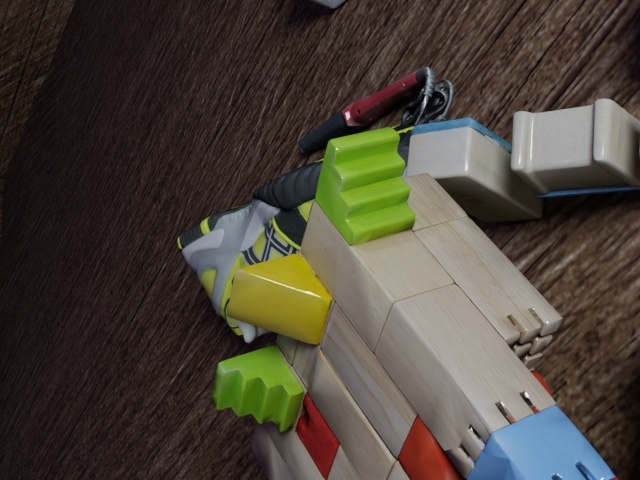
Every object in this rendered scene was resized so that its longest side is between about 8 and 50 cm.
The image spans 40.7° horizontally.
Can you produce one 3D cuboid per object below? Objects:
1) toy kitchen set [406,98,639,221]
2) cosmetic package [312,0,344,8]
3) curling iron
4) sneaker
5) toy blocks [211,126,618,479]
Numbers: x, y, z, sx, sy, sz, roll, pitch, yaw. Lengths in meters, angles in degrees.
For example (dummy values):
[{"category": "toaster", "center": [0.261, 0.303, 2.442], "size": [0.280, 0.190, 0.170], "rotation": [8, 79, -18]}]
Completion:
[{"category": "toy kitchen set", "center": [0.186, -0.111, 0.613], "size": [0.207, 0.122, 0.166], "rotation": [-3, 74, 39]}, {"category": "cosmetic package", "center": [0.051, -0.365, 0.951], "size": [0.231, 0.085, 0.118], "rotation": [-20, 62, 54]}, {"category": "curling iron", "center": [0.043, -0.123, 0.907], "size": [0.274, 0.035, 0.068], "rotation": [-5, 73, 59]}, {"category": "sneaker", "center": [0.000, 0.000, 0.859], "size": [0.384, 0.145, 0.147], "rotation": [-26, 90, 55]}, {"category": "toy blocks", "center": [0.070, 0.151, 0.595], "size": [0.261, 0.190, 0.382], "rotation": [53, 144, 34]}]
